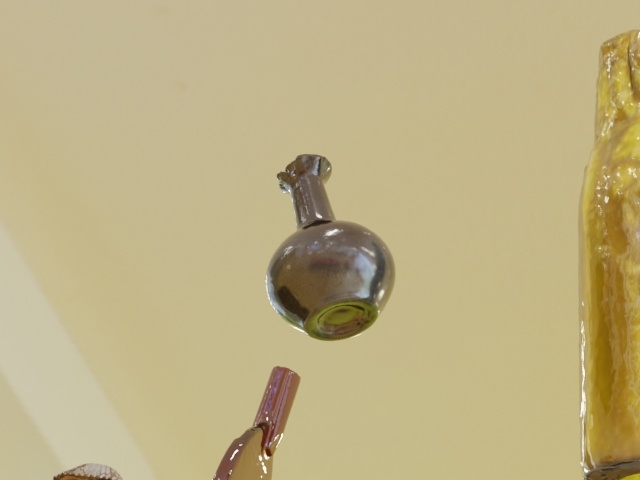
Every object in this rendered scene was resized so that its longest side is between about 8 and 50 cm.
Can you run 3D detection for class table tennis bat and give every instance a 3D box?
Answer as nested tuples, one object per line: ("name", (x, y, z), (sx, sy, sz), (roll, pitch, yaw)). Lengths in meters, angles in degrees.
("table tennis bat", (-0.085, 0.289, 1.585), (0.038, 0.310, 0.200), (11, -32, 14))

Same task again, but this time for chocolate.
("chocolate", (0.301, 0.010, 1.236), (0.162, 0.445, 0.162), (1, -22, 0))

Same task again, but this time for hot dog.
("hot dog", (-0.284, 0.363, 1.724), (0.108, 0.059, 0.191), (4, -58, 7))

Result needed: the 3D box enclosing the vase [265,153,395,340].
("vase", (0.000, 0.000, 1.268), (0.120, 0.183, 0.120), (-10, -35, -7))
